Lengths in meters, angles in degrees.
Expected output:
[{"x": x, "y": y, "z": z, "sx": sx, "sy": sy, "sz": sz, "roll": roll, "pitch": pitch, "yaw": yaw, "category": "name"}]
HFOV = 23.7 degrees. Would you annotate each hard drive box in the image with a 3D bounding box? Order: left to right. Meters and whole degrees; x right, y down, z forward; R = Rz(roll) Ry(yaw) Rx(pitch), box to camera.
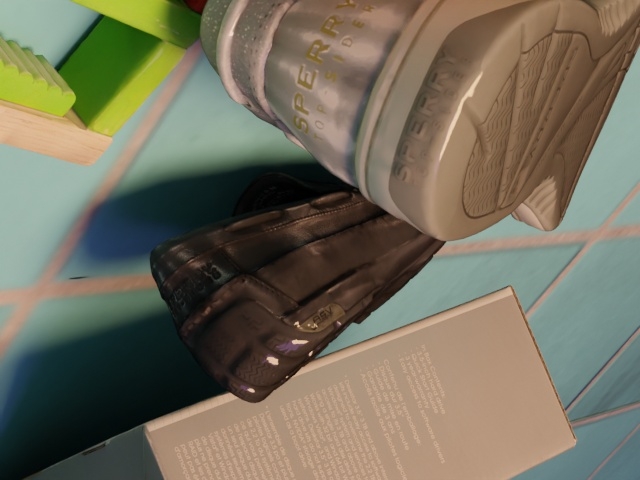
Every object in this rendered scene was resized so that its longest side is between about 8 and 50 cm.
[{"x": -0.023, "y": 0.115, "z": 0.742, "sx": 0.232, "sy": 0.089, "sz": 0.181, "roll": -16, "pitch": 172, "yaw": -42, "category": "hard drive box"}]

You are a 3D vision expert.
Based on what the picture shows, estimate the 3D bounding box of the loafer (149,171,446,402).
[{"x": 0.000, "y": 0.000, "z": 0.678, "sx": 0.076, "sy": 0.078, "sz": 0.223, "roll": -45, "pitch": 174, "yaw": 26, "category": "loafer"}]

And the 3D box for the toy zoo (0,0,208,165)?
[{"x": -0.036, "y": -0.149, "z": 0.422, "sx": 0.293, "sy": 0.030, "sz": 0.192, "roll": -46, "pitch": 155, "yaw": 14, "category": "toy zoo"}]

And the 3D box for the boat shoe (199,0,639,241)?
[{"x": 0.060, "y": -0.068, "z": 0.615, "sx": 0.320, "sy": 0.103, "sz": 0.118, "roll": -20, "pitch": 134, "yaw": -67, "category": "boat shoe"}]
